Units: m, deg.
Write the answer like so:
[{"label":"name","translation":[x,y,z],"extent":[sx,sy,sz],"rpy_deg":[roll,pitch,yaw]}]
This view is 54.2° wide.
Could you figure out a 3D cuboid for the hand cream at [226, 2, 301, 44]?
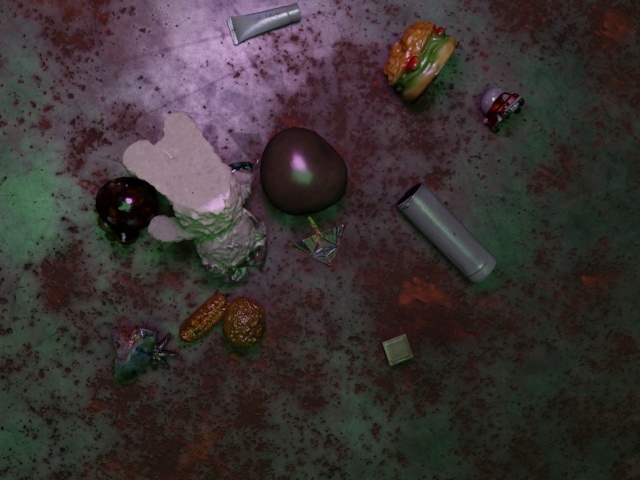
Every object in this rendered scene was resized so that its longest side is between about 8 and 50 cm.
[{"label":"hand cream","translation":[-0.156,-0.616,1.756],"extent":[0.204,0.050,0.078],"rpy_deg":[-16,99,-2]}]

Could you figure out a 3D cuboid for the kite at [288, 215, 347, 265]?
[{"label":"kite","translation":[0.000,0.000,1.846],"extent":[0.189,0.010,0.159],"rpy_deg":[-20,95,-7]}]

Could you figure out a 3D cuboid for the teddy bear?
[{"label":"teddy bear","translation":[-0.318,-0.089,1.705],"extent":[0.327,0.362,0.375],"rpy_deg":[-41,74,-15]}]

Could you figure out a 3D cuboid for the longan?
[{"label":"longan","translation":[-0.053,-0.190,1.720],"extent":[0.245,0.215,0.246],"rpy_deg":[-9,113,-23]}]

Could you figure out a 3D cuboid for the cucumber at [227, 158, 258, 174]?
[{"label":"cucumber","translation":[-0.287,-0.172,1.773],"extent":[0.250,0.056,0.056],"rpy_deg":[-27,98,-4]}]

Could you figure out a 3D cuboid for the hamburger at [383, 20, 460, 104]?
[{"label":"hamburger","translation":[0.268,-0.508,1.737],"extent":[0.148,0.237,0.237],"rpy_deg":[37,89,-5]}]

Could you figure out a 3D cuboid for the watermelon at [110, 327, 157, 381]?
[{"label":"watermelon","translation":[-0.550,0.306,1.750],"extent":[0.139,0.071,0.187],"rpy_deg":[39,103,19]}]

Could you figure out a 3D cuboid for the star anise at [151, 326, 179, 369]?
[{"label":"star anise","translation":[-0.478,0.317,1.792],"extent":[0.140,0.042,0.141],"rpy_deg":[-1,94,-9]}]

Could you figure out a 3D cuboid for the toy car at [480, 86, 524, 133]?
[{"label":"toy car","translation":[0.522,-0.398,1.828],"extent":[0.112,0.139,0.112],"rpy_deg":[-42,80,-8]}]

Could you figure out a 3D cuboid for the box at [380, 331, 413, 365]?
[{"label":"box","translation":[0.232,0.327,1.891],"extent":[0.083,0.035,0.080],"rpy_deg":[-19,97,-7]}]

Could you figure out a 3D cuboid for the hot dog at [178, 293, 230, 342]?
[{"label":"hot dog","translation":[-0.331,0.225,1.797],"extent":[0.188,0.055,0.072],"rpy_deg":[-43,97,-2]}]

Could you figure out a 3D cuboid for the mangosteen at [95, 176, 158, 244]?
[{"label":"mangosteen","translation":[-0.524,-0.082,1.697],"extent":[0.172,0.172,0.184],"rpy_deg":[0,98,-8]}]

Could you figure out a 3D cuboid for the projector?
[{"label":"projector","translation":[0.373,-0.020,1.846],"extent":[0.337,0.108,0.108],"rpy_deg":[44,88,-9]}]

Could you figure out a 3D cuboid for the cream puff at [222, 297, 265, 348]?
[{"label":"cream puff","translation":[-0.213,0.239,1.779],"extent":[0.126,0.103,0.144],"rpy_deg":[3,103,-34]}]
